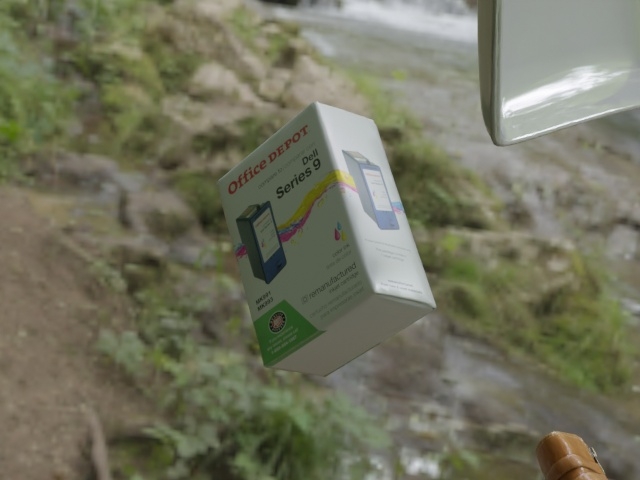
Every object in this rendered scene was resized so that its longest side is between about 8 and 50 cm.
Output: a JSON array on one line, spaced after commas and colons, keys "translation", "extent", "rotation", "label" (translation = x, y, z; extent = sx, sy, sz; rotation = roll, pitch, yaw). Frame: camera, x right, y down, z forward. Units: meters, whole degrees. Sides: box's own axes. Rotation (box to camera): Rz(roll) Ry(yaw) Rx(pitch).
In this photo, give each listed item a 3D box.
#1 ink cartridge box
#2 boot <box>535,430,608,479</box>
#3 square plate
[{"translation": [0.000, 0.000, 1.203], "extent": [0.093, 0.212, 0.154], "rotation": [15, -40, -44], "label": "ink cartridge box"}, {"translation": [0.335, 0.326, 1.516], "extent": [0.109, 0.220, 0.283], "rotation": [-23, -22, 6], "label": "boot"}, {"translation": [0.228, -0.275, 1.096], "extent": [0.049, 0.343, 0.347], "rotation": [7, 16, 40], "label": "square plate"}]
